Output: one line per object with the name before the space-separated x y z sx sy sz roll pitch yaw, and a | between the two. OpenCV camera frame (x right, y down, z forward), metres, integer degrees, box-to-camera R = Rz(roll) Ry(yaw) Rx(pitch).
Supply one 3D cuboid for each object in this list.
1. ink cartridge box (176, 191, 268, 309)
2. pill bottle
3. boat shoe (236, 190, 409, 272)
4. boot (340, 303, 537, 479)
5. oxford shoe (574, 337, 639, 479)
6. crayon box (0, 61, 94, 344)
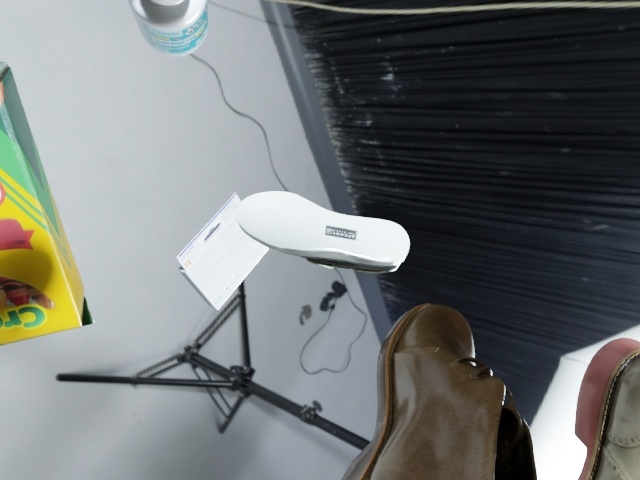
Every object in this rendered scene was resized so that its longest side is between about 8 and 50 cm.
ink cartridge box | -0.245 0.025 1.307 0.223 0.045 0.224 -52 143 -24
pill bottle | -0.293 -0.461 1.024 0.146 0.264 0.146 -1 94 -11
boat shoe | 0.000 0.000 0.676 0.070 0.220 0.077 101 5 -64
boot | 0.105 0.129 0.398 0.112 0.115 0.305 50 28 -6
oxford shoe | 0.329 0.281 0.522 0.123 0.130 0.347 -10 102 -21
crayon box | -0.365 0.005 0.522 0.202 0.081 0.318 -13 124 -14
